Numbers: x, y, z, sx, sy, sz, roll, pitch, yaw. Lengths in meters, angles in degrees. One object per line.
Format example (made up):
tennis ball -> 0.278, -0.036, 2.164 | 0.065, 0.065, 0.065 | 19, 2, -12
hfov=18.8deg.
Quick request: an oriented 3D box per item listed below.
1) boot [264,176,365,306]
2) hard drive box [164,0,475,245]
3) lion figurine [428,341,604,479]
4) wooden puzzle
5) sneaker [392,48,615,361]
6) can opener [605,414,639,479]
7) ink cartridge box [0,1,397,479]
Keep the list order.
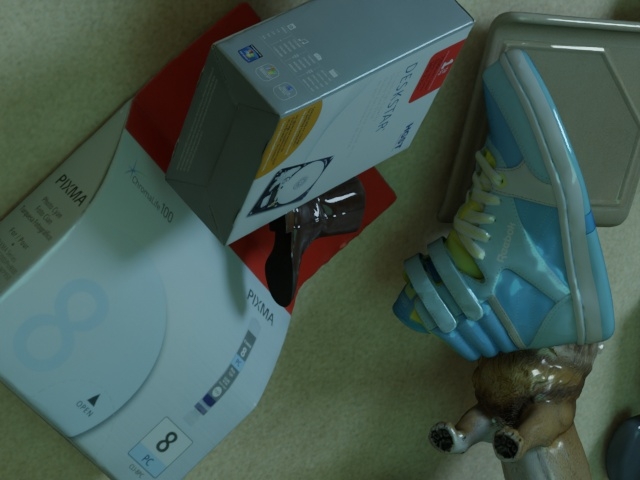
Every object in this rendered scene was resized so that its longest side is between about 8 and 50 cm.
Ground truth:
boot -> 0.000, 0.000, 1.797 | 0.114, 0.037, 0.106 | -19, 119, -45
hard drive box -> -0.002, -0.121, 1.650 | 0.232, 0.089, 0.181 | -30, 159, -35
lion figurine -> 0.241, 0.247, 1.997 | 0.240, 0.142, 0.392 | -27, 109, -54
wooden puzzle -> 0.237, -0.119, 1.924 | 0.221, 0.044, 0.238 | 1, 121, -26
sneaker -> 0.153, -0.015, 1.851 | 0.208, 0.127, 0.319 | -16, 114, 3
can opener -> 0.390, 0.171, 2.189 | 0.093, 0.074, 0.280 | -12, 122, -28
ink cartridge box -> -0.115, 0.022, 1.745 | 0.385, 0.091, 0.308 | -43, 132, -4
